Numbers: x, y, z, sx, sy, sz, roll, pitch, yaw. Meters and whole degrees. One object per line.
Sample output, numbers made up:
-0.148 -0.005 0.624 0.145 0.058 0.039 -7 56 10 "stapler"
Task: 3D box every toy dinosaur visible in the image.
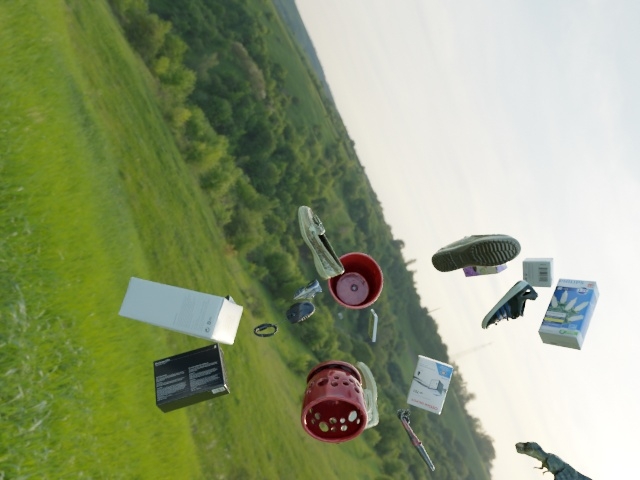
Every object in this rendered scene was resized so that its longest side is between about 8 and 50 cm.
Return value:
0.624 0.618 1.201 0.268 0.118 0.064 27 -25 10 "toy dinosaur"

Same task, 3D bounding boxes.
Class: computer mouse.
-0.130 0.285 1.716 0.071 0.241 0.041 60 -17 15 "computer mouse"

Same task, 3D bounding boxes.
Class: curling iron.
0.376 0.772 1.827 0.068 0.035 0.274 -30 92 -49 "curling iron"

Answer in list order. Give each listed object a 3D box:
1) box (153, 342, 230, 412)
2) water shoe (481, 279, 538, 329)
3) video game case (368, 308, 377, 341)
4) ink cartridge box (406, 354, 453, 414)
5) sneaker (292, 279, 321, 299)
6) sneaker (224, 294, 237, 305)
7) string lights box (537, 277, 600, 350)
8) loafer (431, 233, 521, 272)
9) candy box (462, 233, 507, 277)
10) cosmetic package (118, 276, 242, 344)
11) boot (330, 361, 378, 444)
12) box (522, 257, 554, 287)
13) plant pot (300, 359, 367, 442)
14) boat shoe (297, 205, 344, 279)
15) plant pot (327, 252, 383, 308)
-0.501 0.532 1.831 0.103 0.260 0.185 85 -11 -54 "box"
0.559 0.211 1.402 0.080 0.203 0.072 44 34 23 "water shoe"
0.180 0.292 1.628 0.122 0.011 0.087 -104 -161 -87 "video game case"
0.436 0.576 1.889 0.082 0.139 0.191 44 63 -77 "ink cartridge box"
-0.053 0.213 1.887 0.058 0.135 0.052 49 29 -19 "sneaker"
-0.380 0.290 2.008 0.075 0.057 0.161 55 -11 -22 "sneaker"
0.901 0.261 1.707 0.260 0.133 0.077 -53 124 -28 "string lights box"
0.473 0.026 1.448 0.102 0.268 0.092 64 33 -23 "loafer"
0.707 0.069 2.092 0.196 0.070 0.165 -18 -86 61 "candy box"
-0.513 0.263 1.756 0.217 0.384 0.156 61 43 -70 "cosmetic package"
0.111 0.609 1.772 0.095 0.203 0.262 5 -75 54 "boot"
0.819 0.119 1.774 0.087 0.101 0.101 -15 102 -54 "box"
0.037 0.463 1.388 0.174 0.190 0.191 -93 159 -60 "plant pot"
0.000 0.000 1.727 0.286 0.089 0.104 67 21 -10 "boat shoe"
0.169 0.222 2.366 0.243 0.274 0.275 87 -17 -73 "plant pot"
